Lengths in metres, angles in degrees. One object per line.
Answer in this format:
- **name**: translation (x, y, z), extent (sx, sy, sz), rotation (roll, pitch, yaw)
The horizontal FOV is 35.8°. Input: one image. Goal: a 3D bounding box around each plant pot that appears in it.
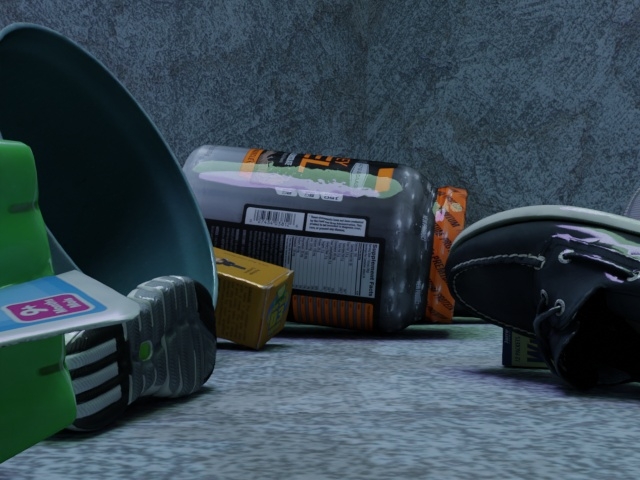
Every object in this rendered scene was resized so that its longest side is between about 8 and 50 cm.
- **plant pot**: translation (-0.250, -0.008, 0.847), extent (0.196, 0.293, 0.293), rotation (-28, -9, 16)

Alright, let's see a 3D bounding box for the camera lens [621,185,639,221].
- **camera lens**: translation (0.462, 0.004, 1.120), extent (0.219, 0.219, 0.274), rotation (0, 0, 6)

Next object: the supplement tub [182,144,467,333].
- **supplement tub**: translation (0.000, 0.000, 1.196), extent (0.338, 0.207, 0.207), rotation (7, 1, 7)

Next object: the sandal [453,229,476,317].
- **sandal**: translation (0.139, 0.054, 1.387), extent (0.446, 0.167, 0.107), rotation (7, -26, -6)

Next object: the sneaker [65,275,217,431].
- **sneaker**: translation (-0.163, 0.070, 0.664), extent (0.132, 0.086, 0.229), rotation (-2, 0, 16)

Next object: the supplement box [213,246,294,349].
- **supplement box**: translation (-0.151, 0.043, 1.051), extent (0.233, 0.080, 0.078), rotation (13, 18, 18)

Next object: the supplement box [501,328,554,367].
- **supplement box**: translation (0.210, 0.083, 0.898), extent (0.083, 0.056, 0.083), rotation (0, 0, 18)

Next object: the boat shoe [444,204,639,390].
- **boat shoe**: translation (0.217, 0.060, 0.730), extent (0.340, 0.127, 0.113), rotation (10, 51, 40)

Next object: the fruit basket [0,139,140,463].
- **fruit basket**: translation (-0.284, 0.031, 0.346), extent (0.353, 0.165, 0.327), rotation (-4, 2, -31)
